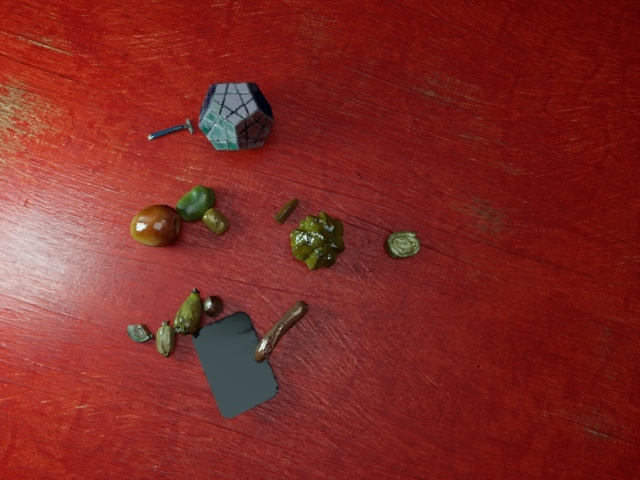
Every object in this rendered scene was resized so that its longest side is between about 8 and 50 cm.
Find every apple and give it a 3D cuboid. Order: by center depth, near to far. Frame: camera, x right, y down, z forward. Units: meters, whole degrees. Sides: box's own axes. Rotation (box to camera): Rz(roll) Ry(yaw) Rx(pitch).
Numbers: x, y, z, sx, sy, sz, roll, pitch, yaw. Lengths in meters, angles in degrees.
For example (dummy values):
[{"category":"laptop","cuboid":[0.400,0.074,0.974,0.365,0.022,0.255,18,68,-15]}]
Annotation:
[{"category":"apple","cuboid":[-0.666,-0.055,1.685,0.200,0.199,0.198,1,80,-6]}]

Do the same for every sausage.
[{"category":"sausage","cuboid":[-0.162,0.363,1.698,0.078,0.078,0.304,43,71,2]}]

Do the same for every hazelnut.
[{"category":"hazelnut","cuboid":[-0.437,0.268,1.699,0.087,0.086,0.086,1,80,-6]}]

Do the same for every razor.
[{"category":"razor","cuboid":[-0.658,-0.477,1.822,0.191,0.037,0.068,-18,84,-9]}]

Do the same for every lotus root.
[{"category":"lotus root","cuboid":[-0.616,0.390,1.663,0.073,0.062,0.150,-2,80,-14]},{"category":"lotus root","cuboid":[-0.519,0.287,1.675,0.109,0.094,0.190,8,67,19]}]

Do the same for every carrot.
[{"category":"carrot","cuboid":[-0.146,-0.135,1.813,0.048,0.048,0.139,39,76,2]}]

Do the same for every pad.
[{"category":"pad","cuboid":[-0.315,0.485,1.703,0.315,0.063,0.375,-21,76,-16]}]

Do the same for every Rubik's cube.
[{"category":"Rubik's cube","cuboid":[-0.351,-0.517,1.744,0.264,0.319,0.318,-27,83,18]}]

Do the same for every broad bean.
[{"category":"broad bean","cuboid":[-0.523,-0.157,1.765,0.124,0.082,0.174,38,89,2]}]

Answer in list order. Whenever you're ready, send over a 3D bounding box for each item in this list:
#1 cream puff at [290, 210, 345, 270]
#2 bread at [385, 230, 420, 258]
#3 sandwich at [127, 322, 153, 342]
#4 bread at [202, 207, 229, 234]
[{"category":"cream puff","cuboid":[-0.006,0.004,1.747,0.245,0.196,0.243,3,105,11]},{"category":"bread","cuboid":[0.363,0.017,1.830,0.157,0.064,0.117,-6,85,-8]},{"category":"sandwich","cuboid":[-0.728,0.370,1.673,0.101,0.026,0.069,44,80,3]},{"category":"bread","cuboid":[-0.436,-0.077,1.748,0.082,0.056,0.115,-42,115,-11]}]
